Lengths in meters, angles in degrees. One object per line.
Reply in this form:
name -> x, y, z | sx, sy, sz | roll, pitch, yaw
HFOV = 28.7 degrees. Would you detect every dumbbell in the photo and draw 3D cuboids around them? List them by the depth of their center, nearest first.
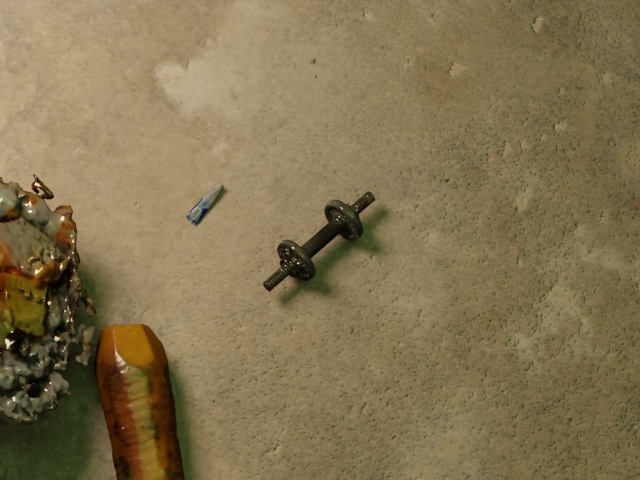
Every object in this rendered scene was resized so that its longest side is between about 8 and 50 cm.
dumbbell -> 0.000, 0.000, 2.067 | 0.254, 0.081, 0.081 | -41, 88, -24

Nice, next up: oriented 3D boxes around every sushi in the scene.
sushi -> -0.504, 0.085, 1.785 | 0.417, 0.176, 0.417 | 21, 57, -35

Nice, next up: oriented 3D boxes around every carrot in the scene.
carrot -> -0.270, 0.277, 1.880 | 0.114, 0.114, 0.302 | -8, 76, -19

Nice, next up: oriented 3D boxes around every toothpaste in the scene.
toothpaste -> -0.190, -0.063, 2.065 | 0.024, 0.015, 0.083 | 38, 72, -4
